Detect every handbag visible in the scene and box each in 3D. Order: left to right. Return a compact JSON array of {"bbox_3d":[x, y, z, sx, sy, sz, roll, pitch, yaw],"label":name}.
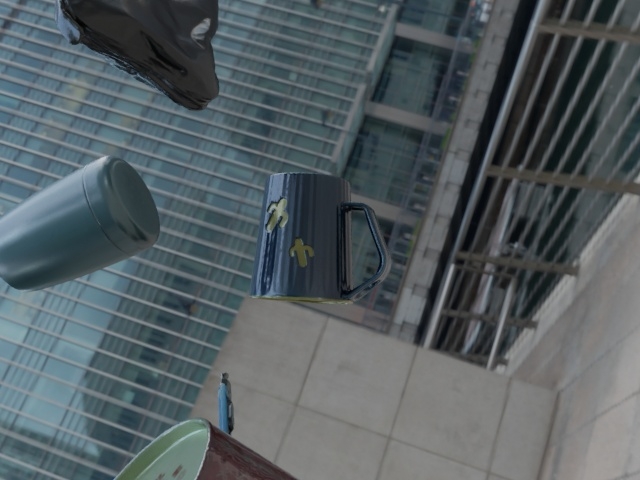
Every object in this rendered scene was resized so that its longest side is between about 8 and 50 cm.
[{"bbox_3d":[-0.203,-0.278,0.855,0.075,0.191,0.332,-40,37,27],"label":"handbag"}]

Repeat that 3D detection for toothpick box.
[{"bbox_3d":[-0.297,-0.013,0.877,0.120,0.184,0.120,62,-169,-22],"label":"toothpick box"}]

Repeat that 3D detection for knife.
[{"bbox_3d":[-0.145,0.324,1.153,0.296,0.026,0.044,-100,7,-46],"label":"knife"}]

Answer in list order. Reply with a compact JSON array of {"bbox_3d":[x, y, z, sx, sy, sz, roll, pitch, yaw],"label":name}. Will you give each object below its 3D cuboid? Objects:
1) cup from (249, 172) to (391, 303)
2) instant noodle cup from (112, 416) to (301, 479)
[{"bbox_3d":[0.000,0.000,0.915,0.131,0.176,0.155,21,-111,-72],"label":"cup"},{"bbox_3d":[-0.082,0.259,0.551,0.235,0.178,0.235,-42,15,14],"label":"instant noodle cup"}]
